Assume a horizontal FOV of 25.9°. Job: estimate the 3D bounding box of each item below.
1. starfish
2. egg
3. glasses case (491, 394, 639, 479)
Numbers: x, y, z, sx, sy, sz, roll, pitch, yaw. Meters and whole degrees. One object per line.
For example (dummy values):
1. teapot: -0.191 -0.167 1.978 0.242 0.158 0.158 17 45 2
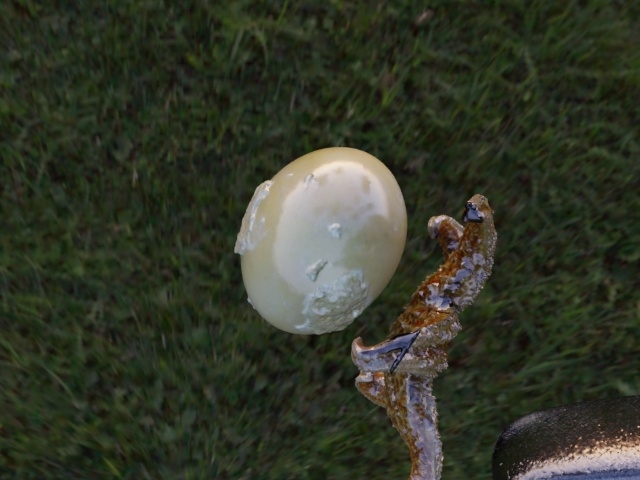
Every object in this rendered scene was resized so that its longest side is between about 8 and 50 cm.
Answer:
1. starfish: 0.097 0.100 1.364 0.113 0.303 0.312 17 94 6
2. egg: 0.003 0.001 1.398 0.164 0.164 0.201 29 106 1
3. glasses case: 0.258 0.158 1.021 0.267 0.103 0.067 -6 115 19
